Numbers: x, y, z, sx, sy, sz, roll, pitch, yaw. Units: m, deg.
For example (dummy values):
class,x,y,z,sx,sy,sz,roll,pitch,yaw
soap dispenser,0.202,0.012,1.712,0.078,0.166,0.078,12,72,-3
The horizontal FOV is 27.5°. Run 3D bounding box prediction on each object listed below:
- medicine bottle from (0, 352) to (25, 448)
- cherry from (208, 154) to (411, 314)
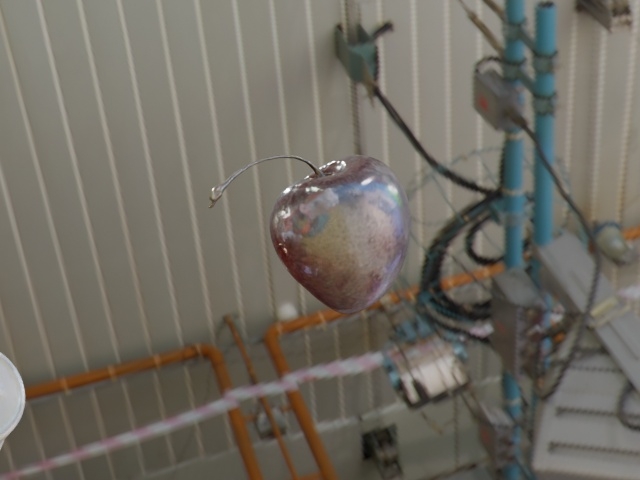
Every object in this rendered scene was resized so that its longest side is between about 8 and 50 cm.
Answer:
class,x,y,z,sx,sy,sz,roll,pitch,yaw
medicine bottle,-0.417,0.205,1.440,0.139,0.139,0.237,12,-32,-29
cherry,-0.001,0.006,1.114,0.188,0.115,0.148,-33,-35,-42
